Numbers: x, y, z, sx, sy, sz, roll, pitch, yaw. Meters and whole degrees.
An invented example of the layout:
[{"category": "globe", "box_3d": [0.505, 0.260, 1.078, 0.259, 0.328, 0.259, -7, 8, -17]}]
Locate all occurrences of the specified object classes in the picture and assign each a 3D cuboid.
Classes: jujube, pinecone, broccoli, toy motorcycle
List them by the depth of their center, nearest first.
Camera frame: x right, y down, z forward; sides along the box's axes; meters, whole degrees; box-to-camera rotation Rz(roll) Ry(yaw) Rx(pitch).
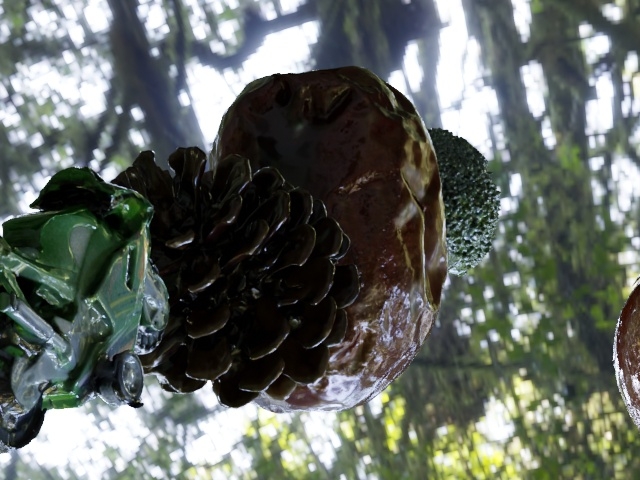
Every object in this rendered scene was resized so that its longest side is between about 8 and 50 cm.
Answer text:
[{"category": "toy motorcycle", "box_3d": [-0.118, 0.024, 0.645, 0.074, 0.106, 0.190, -7, -169, 20]}, {"category": "pinecone", "box_3d": [-0.073, 0.015, 0.885, 0.163, 0.165, 0.163, -23, -135, 26]}, {"category": "jujube", "box_3d": [0.001, 0.001, 1.555, 0.276, 0.377, 0.276, -3, -178, 0]}, {"category": "broccoli", "box_3d": [0.129, -0.048, 1.777, 0.226, 0.176, 0.198, -8, -107, -16]}]

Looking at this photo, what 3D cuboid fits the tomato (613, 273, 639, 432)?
[{"category": "tomato", "box_3d": [0.312, 0.074, 0.985, 0.208, 0.184, 0.208, -18, -176, 1]}]
